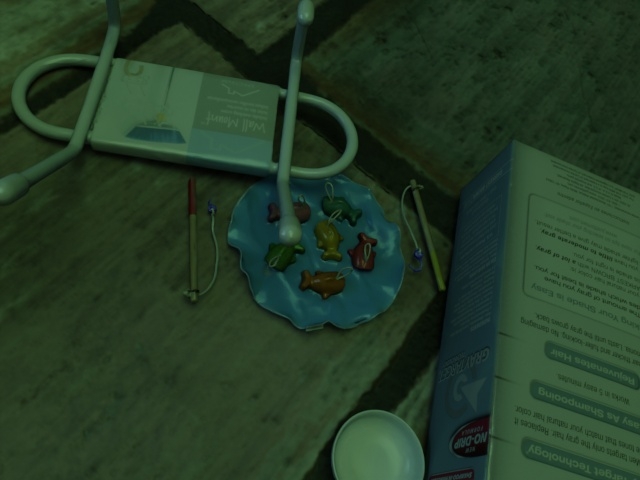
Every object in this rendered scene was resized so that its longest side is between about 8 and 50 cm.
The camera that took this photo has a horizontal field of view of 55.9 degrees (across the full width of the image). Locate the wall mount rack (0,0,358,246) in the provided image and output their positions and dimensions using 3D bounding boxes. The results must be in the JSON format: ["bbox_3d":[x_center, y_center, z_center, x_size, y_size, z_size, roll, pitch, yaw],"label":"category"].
[{"bbox_3d":[-0.124,-0.112,0.550,0.350,0.130,0.304,8,58,-8],"label":"wall mount rack"}]

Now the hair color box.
[{"bbox_3d":[0.217,0.108,0.565,0.185,0.113,0.374,20,59,-10],"label":"hair color box"}]

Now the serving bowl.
[{"bbox_3d":[0.046,0.191,0.522,0.083,0.027,0.083,7,63,-14],"label":"serving bowl"}]

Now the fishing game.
[{"bbox_3d":[0.000,0.000,0.599,0.264,0.041,0.189,2,61,-16],"label":"fishing game"}]
